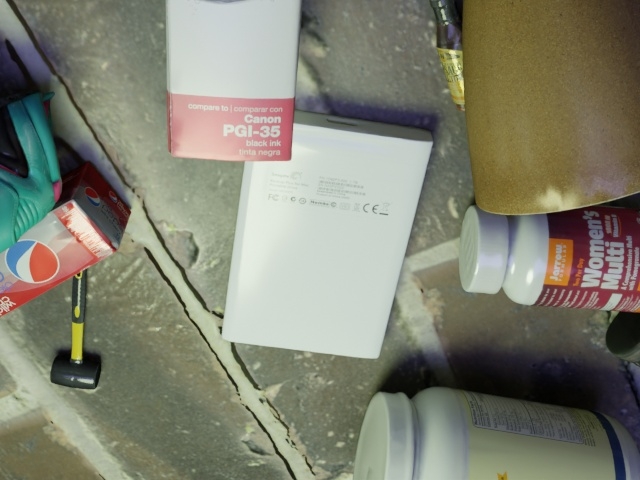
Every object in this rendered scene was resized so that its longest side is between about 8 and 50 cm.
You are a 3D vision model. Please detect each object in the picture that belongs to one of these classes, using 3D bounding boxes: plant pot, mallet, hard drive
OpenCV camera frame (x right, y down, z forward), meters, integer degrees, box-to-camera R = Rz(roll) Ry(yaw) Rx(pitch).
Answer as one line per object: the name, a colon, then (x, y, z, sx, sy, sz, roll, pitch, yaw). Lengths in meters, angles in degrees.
plant pot: (0.231, -0.184, 0.858, 0.237, 0.237, 0.254, -16, 105, 10)
mallet: (-0.316, 0.107, 1.135, 0.062, 0.039, 0.190, 2, 117, 1)
hard drive: (0.000, 0.000, 1.063, 0.203, 0.040, 0.308, 8, 122, -5)

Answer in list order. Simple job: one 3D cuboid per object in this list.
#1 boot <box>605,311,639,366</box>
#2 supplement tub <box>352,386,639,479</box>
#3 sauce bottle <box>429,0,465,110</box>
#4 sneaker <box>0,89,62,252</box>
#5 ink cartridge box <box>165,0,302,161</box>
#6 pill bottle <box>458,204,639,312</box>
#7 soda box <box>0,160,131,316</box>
boot: (0.511, 0.111, 1.124, 0.229, 0.091, 0.263, 30, 121, -24)
supplement tub: (0.218, 0.317, 1.151, 0.324, 0.235, 0.235, 10, 122, -7)
sauce bottle: (0.143, -0.199, 0.940, 0.042, 0.042, 0.128, -19, 119, 11)
sneaker: (-0.370, -0.123, 0.938, 0.295, 0.178, 0.124, 50, 147, 11)
ink cartridge box: (-0.074, -0.242, 0.810, 0.117, 0.207, 0.283, 3, 123, -4)
pill bottle: (0.278, 0.017, 1.029, 0.221, 0.121, 0.121, 4, 122, -4)
soda box: (-0.352, 0.018, 1.039, 0.263, 0.092, 0.083, -27, 119, 16)
